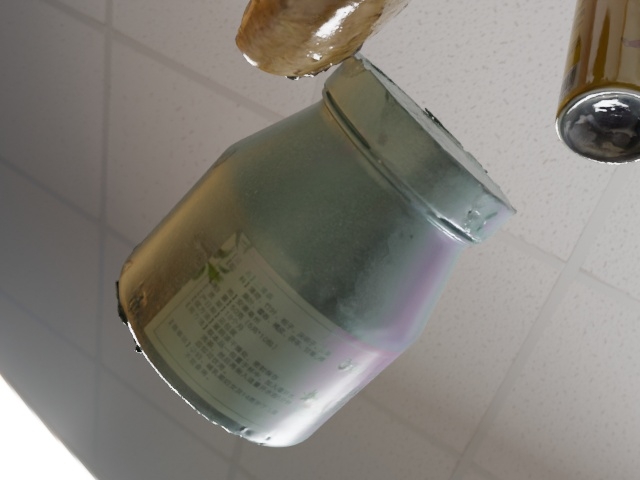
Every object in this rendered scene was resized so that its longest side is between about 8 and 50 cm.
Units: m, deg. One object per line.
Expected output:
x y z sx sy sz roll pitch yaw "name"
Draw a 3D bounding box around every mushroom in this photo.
0.039 -0.167 0.357 0.072 0.094 0.209 36 -87 -2 "mushroom"

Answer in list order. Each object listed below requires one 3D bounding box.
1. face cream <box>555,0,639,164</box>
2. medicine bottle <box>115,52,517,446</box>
0.317 -0.239 0.749 0.105 0.348 0.105 14 -33 10 "face cream"
0.000 0.000 0.650 0.245 0.245 0.290 45 -73 6 "medicine bottle"
